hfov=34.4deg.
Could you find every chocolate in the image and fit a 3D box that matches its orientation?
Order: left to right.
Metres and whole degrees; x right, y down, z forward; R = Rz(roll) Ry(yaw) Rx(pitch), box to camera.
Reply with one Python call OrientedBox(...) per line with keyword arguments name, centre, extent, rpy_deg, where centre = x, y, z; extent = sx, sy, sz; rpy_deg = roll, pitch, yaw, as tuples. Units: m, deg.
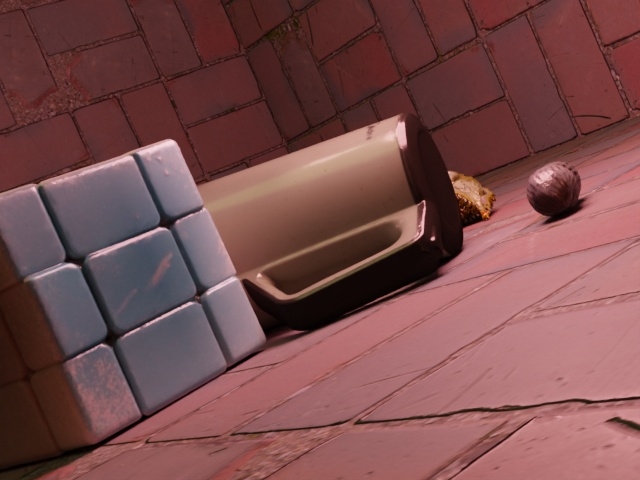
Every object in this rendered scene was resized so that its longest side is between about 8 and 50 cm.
OrientedBox(name="chocolate", centre=(0.328, -0.073, 1.443), extent=(0.072, 0.072, 0.167), rpy_deg=(-23, 2, 21))

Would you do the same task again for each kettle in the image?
OrientedBox(name="kettle", centre=(0.000, 0.000, 1.507), extent=(0.377, 0.250, 0.361), rpy_deg=(-21, 24, 18))

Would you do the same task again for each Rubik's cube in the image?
OrientedBox(name="Rubik's cube", centre=(-0.326, 0.088, 1.375), extent=(0.319, 0.316, 0.322), rpy_deg=(-22, 2, 43))

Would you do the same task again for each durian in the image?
OrientedBox(name="durian", centre=(0.253, -0.065, 1.889), extent=(0.146, 0.102, 0.208), rpy_deg=(-6, 19, -28))
